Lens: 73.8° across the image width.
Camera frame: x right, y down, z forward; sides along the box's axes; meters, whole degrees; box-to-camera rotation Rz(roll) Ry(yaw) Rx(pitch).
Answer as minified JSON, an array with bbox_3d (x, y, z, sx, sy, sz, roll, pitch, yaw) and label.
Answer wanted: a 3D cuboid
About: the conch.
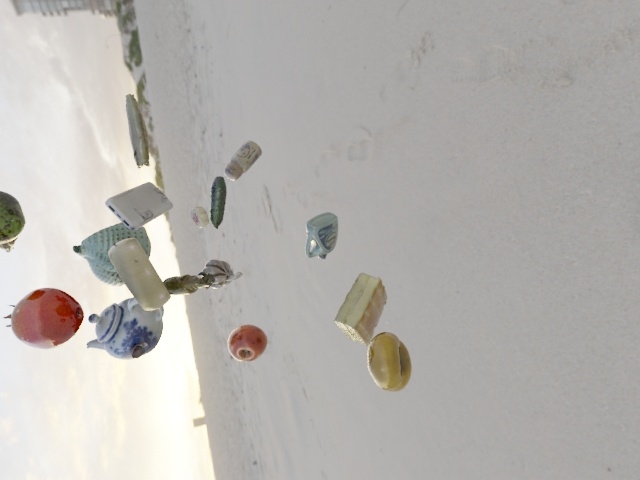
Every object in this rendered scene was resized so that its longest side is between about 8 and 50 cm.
[{"bbox_3d":[-0.878,0.074,1.871,0.215,0.303,0.319,47,-166,14],"label":"conch"}]

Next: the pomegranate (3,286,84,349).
[{"bbox_3d":[-0.989,0.279,1.522,0.221,0.257,0.220,1,-90,-85],"label":"pomegranate"}]

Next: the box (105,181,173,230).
[{"bbox_3d":[-0.672,-0.136,1.606,0.142,0.044,0.285,49,-158,-9],"label":"box"}]

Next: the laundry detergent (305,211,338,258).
[{"bbox_3d":[0.000,0.000,2.321,0.105,0.215,0.280,34,134,33],"label":"laundry detergent"}]

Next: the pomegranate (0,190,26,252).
[{"bbox_3d":[-1.203,-0.051,1.549,0.204,0.222,0.276,-37,-24,-57],"label":"pomegranate"}]

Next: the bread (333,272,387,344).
[{"bbox_3d":[0.178,0.280,1.730,0.111,0.239,0.246,20,157,28],"label":"bread"}]

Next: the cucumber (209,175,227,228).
[{"bbox_3d":[-0.408,-0.151,1.693,0.069,0.069,0.227,117,154,-70],"label":"cucumber"}]

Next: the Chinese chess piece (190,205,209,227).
[{"bbox_3d":[-0.673,-0.130,2.370,0.122,0.051,0.121,27,130,37],"label":"Chinese chess piece"}]

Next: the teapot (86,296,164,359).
[{"bbox_3d":[-0.795,0.346,1.725,0.424,0.280,0.252,-38,44,25],"label":"teapot"}]

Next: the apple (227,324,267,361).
[{"bbox_3d":[-0.305,0.430,1.783,0.139,0.164,0.163,-94,0,-70],"label":"apple"}]

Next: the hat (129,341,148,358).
[{"bbox_3d":[-0.696,0.410,1.626,0.042,0.058,0.086,44,121,31],"label":"hat"}]

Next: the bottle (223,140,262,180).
[{"bbox_3d":[-0.373,-0.369,2.018,0.209,0.097,0.110,-56,-5,-27],"label":"bottle"}]

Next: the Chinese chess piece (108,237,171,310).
[{"bbox_3d":[-0.624,0.118,1.482,0.273,0.102,0.273,49,160,25],"label":"Chinese chess piece"}]

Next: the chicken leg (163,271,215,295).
[{"bbox_3d":[-0.499,0.164,1.646,0.103,0.228,0.088,55,-156,-66],"label":"chicken leg"}]

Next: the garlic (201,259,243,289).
[{"bbox_3d":[-0.420,0.141,1.816,0.194,0.131,0.127,-5,95,35],"label":"garlic"}]

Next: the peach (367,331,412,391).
[{"bbox_3d":[0.206,0.361,1.276,0.179,0.103,0.179,43,-142,-48],"label":"peach"}]

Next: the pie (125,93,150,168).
[{"bbox_3d":[-0.694,-0.417,1.616,0.129,0.069,0.281,-170,69,-66],"label":"pie"}]
